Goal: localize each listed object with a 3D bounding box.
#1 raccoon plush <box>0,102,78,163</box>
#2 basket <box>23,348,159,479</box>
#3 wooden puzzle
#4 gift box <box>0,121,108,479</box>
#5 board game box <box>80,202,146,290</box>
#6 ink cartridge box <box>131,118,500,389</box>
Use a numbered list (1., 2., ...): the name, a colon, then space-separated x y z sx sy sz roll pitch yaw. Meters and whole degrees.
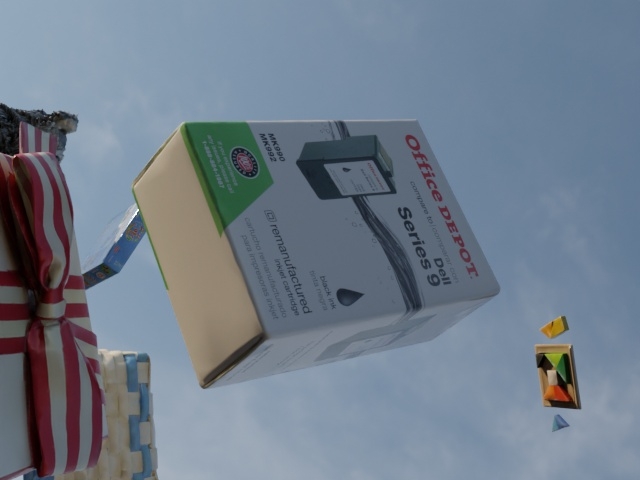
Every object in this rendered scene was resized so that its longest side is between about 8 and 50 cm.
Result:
1. raccoon plush: -0.637 -0.264 1.865 0.216 0.299 0.446 11 -48 27
2. basket: -0.336 0.234 1.125 0.201 0.289 0.254 155 -66 -63
3. wooden puzzle: 0.245 0.141 1.032 0.078 0.014 0.116 145 -63 -68
4. gift box: -0.291 0.053 0.719 0.258 0.276 0.255 -11 -89 8
5. board game box: -0.374 0.006 1.801 0.039 0.160 0.211 39 -28 -19
6. ink cartridge box: 0.000 0.000 0.929 0.121 0.289 0.211 -42 -116 45
